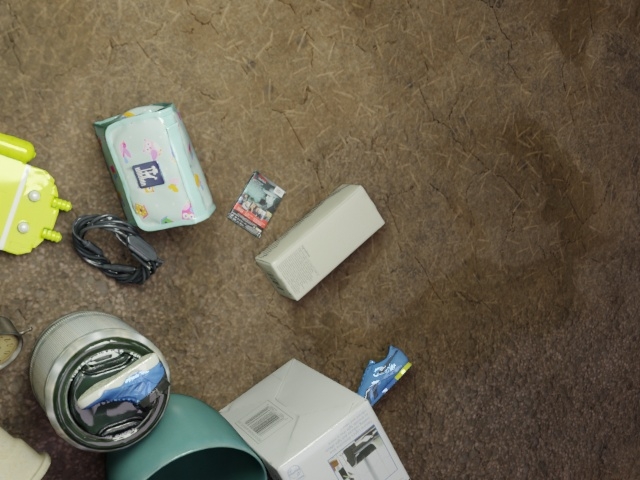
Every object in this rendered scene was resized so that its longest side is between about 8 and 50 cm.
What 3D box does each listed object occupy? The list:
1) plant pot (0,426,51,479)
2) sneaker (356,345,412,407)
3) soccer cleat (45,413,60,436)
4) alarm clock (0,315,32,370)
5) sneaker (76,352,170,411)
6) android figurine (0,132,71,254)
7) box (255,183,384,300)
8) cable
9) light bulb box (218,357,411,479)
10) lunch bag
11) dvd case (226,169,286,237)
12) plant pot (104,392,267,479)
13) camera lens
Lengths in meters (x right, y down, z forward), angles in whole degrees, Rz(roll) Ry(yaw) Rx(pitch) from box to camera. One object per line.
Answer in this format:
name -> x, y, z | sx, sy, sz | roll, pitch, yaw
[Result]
plant pot -> -0.691, 0.369, 1.403 | 0.334, 0.334, 0.305 | -40, 101, -18
sneaker -> 0.120, 0.337, 1.952 | 0.082, 0.069, 0.209 | 43, 84, 9
soccer cleat -> -0.512, 0.362, 1.630 | 0.029, 0.036, 0.083 | -34, 110, -20
alarm clock -> -0.621, 0.192, 1.489 | 0.129, 0.064, 0.192 | -49, 160, 16
sneaker -> -0.324, 0.262, 1.391 | 0.152, 0.058, 0.084 | -31, 101, -28
android figurine -> -0.600, -0.073, 1.523 | 0.273, 0.056, 0.248 | 21, 86, -26
box -> 0.000, 0.000, 1.823 | 0.275, 0.094, 0.113 | -40, 113, -18
cable -> -0.399, 0.014, 1.595 | 0.184, 0.151, 0.047 | 39, 48, -26
light bulb box -> 0.010, 0.486, 1.737 | 0.225, 0.358, 0.361 | -33, 109, -18
lunch bag -> -0.305, -0.140, 1.551 | 0.160, 0.262, 0.223 | -23, 107, -24
dvd case -> -0.137, -0.078, 1.787 | 0.087, 0.013, 0.119 | 34, 81, -27
plant pot -> -0.286, 0.439, 1.620 | 0.293, 0.235, 0.293 | -16, 126, -24
camera lens -> -0.413, 0.251, 1.534 | 0.219, 0.274, 0.219 | -4, 98, -27
